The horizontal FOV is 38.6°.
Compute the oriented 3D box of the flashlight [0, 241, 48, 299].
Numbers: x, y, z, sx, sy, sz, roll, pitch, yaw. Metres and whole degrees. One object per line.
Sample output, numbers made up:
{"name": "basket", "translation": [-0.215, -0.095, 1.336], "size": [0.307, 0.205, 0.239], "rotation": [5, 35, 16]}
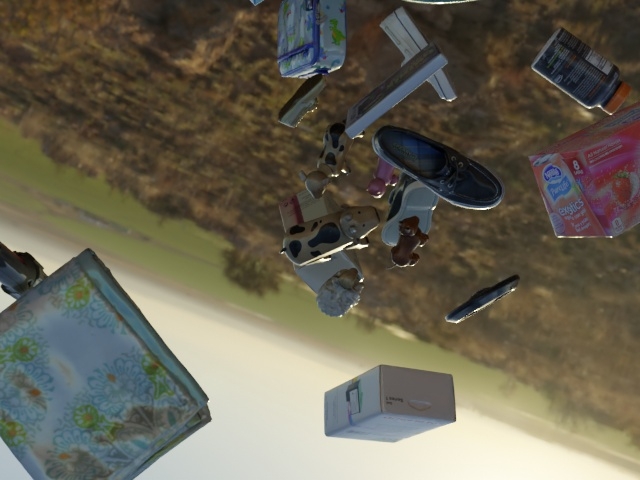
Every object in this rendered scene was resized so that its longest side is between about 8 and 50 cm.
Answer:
{"name": "flashlight", "translation": [-0.571, 0.015, 1.589], "size": [0.103, 0.103, 0.304], "rotation": [16, 162, 13]}

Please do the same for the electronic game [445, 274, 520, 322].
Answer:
{"name": "electronic game", "translation": [0.437, 0.156, 2.467], "size": [0.048, 0.229, 0.229], "rotation": [60, 179, 10]}

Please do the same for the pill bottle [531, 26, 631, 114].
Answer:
{"name": "pill bottle", "translation": [0.680, -0.430, 2.364], "size": [0.245, 0.130, 0.130], "rotation": [37, 173, 2]}

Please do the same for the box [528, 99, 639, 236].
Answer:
{"name": "box", "translation": [0.514, -0.132, 1.496], "size": [0.142, 0.300, 0.154], "rotation": [0, 114, 66]}

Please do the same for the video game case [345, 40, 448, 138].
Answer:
{"name": "video game case", "translation": [0.120, -0.247, 1.475], "size": [0.022, 0.190, 0.173], "rotation": [49, -166, -13]}

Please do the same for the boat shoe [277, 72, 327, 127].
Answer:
{"name": "boat shoe", "translation": [-0.029, -0.277, 1.813], "size": [0.045, 0.050, 0.135], "rotation": [31, 128, -27]}

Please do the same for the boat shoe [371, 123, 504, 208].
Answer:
{"name": "boat shoe", "translation": [0.186, -0.117, 1.427], "size": [0.228, 0.080, 0.076], "rotation": [31, -175, 1]}

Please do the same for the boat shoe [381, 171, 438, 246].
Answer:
{"name": "boat shoe", "translation": [0.218, -0.085, 2.194], "size": [0.114, 0.091, 0.302], "rotation": [7, 150, -12]}

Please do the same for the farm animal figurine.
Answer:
{"name": "farm animal figurine", "translation": [0.043, -0.051, 1.873], "size": [0.330, 0.326, 0.172], "rotation": [56, -159, 12]}

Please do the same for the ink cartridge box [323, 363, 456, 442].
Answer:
{"name": "ink cartridge box", "translation": [0.158, 0.387, 2.140], "size": [0.201, 0.117, 0.278], "rotation": [11, 154, -24]}

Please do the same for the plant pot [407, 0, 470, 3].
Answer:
{"name": "plant pot", "translation": [0.259, -0.632, 1.603], "size": [0.341, 0.334, 0.341], "rotation": [-6, 176, -1]}

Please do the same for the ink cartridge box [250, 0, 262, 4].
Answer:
{"name": "ink cartridge box", "translation": [-0.102, -0.635, 2.100], "size": [0.060, 0.180, 0.104], "rotation": [50, 166, 25]}

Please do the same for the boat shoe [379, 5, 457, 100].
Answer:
{"name": "boat shoe", "translation": [0.235, -0.435, 2.199], "size": [0.258, 0.084, 0.095], "rotation": [59, -162, 8]}

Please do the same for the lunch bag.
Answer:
{"name": "lunch bag", "translation": [-0.021, -0.423, 1.877], "size": [0.090, 0.176, 0.219], "rotation": [-2, -177, -22]}

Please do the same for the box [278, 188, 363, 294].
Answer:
{"name": "box", "translation": [0.000, 0.000, 2.268], "size": [0.126, 0.232, 0.148], "rotation": [-27, 137, 13]}

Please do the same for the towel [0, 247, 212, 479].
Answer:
{"name": "towel", "translation": [-0.412, 0.251, 1.579], "size": [0.374, 0.320, 0.090], "rotation": [52, 173, 1]}
